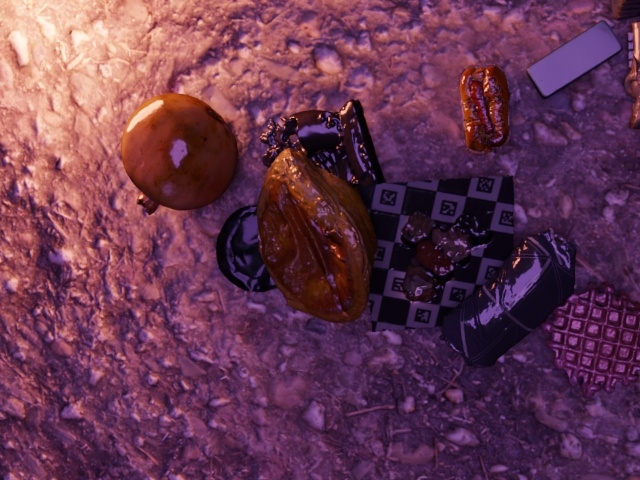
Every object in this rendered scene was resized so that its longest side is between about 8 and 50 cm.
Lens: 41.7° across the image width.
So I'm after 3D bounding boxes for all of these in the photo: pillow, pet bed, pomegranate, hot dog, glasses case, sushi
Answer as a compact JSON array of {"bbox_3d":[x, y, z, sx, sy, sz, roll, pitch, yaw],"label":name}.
[{"bbox_3d":[0.400,0.123,1.749,0.161,0.092,0.335,42,103,-14],"label":"pillow"},{"bbox_3d":[-0.141,0.022,1.888,0.201,0.053,0.201,1,93,11],"label":"pet bed"},{"bbox_3d":[-0.315,-0.175,1.819,0.252,0.229,0.270,41,106,6],"label":"pomegranate"},{"bbox_3d":[0.347,-0.278,1.771,0.108,0.059,0.191,-6,95,16],"label":"hot dog"},{"bbox_3d":[0.522,-0.372,1.737,0.184,0.039,0.077,-32,87,12],"label":"glasses case"},{"bbox_3d":[0.252,0.019,1.801,0.320,0.069,0.339,-5,109,3],"label":"sushi"}]

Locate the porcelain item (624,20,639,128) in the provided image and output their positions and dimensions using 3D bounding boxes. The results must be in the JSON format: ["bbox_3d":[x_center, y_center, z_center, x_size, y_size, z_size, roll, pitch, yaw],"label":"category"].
[{"bbox_3d":[0.657,-0.333,1.708,0.084,0.054,0.213,5,96,12],"label":"porcelain item"}]

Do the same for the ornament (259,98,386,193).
[{"bbox_3d":[-0.005,-0.170,1.831,0.260,0.106,0.251,-18,93,19],"label":"ornament"}]

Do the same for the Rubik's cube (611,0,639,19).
[{"bbox_3d":[0.675,-0.567,1.594,0.238,0.237,0.236,-5,95,12],"label":"Rubik's cube"}]

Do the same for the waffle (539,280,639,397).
[{"bbox_3d":[0.583,0.204,1.761,0.221,0.055,0.234,-33,87,11],"label":"waffle"}]

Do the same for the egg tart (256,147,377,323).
[{"bbox_3d":[0.000,0.000,1.741,0.351,0.153,0.339,48,140,24],"label":"egg tart"}]
